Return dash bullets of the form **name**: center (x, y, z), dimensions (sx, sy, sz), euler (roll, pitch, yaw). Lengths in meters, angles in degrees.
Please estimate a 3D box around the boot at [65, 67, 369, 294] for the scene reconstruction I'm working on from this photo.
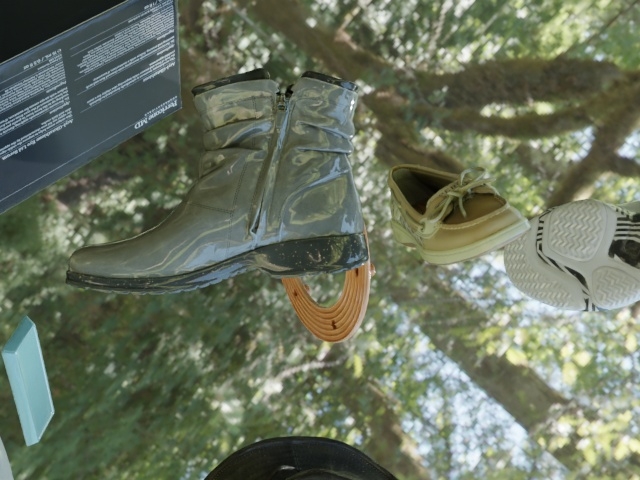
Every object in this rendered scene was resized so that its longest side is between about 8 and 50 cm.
- **boot**: center (-0.084, -0.046, 0.685), dimensions (0.246, 0.161, 0.083), euler (-8, -177, 0)

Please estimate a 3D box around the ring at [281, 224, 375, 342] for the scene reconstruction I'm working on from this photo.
- **ring**: center (0.000, 0.000, 1.415), dimensions (0.032, 0.337, 0.336), euler (-10, 170, -25)

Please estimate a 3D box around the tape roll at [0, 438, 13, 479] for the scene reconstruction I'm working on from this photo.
- **tape roll**: center (-0.403, 0.138, 0.709), dimensions (0.072, 0.392, 0.392), euler (-36, -171, -1)

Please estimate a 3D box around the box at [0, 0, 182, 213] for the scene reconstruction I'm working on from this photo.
- **box**: center (-0.266, -0.157, 0.840), dimensions (0.261, 0.103, 0.184), euler (-37, 155, -28)

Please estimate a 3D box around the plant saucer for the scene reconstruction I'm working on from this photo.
- **plant saucer**: center (-0.382, 0.190, 1.148), dimensions (0.067, 0.018, 0.192), euler (-72, 170, -49)

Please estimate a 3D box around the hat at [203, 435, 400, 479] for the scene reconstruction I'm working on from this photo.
- **hat**: center (0.011, 0.344, 1.020), dimensions (0.331, 0.331, 0.134), euler (-60, 176, -44)

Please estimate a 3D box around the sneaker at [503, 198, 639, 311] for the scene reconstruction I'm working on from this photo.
- **sneaker**: center (0.430, 0.006, 1.092), dimensions (0.365, 0.137, 0.210), euler (-13, 173, 34)

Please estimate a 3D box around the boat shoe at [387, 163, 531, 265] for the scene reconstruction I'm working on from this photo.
- **boat shoe**: center (0.140, -0.037, 1.003), dimensions (0.104, 0.089, 0.285), euler (-24, -168, -15)
